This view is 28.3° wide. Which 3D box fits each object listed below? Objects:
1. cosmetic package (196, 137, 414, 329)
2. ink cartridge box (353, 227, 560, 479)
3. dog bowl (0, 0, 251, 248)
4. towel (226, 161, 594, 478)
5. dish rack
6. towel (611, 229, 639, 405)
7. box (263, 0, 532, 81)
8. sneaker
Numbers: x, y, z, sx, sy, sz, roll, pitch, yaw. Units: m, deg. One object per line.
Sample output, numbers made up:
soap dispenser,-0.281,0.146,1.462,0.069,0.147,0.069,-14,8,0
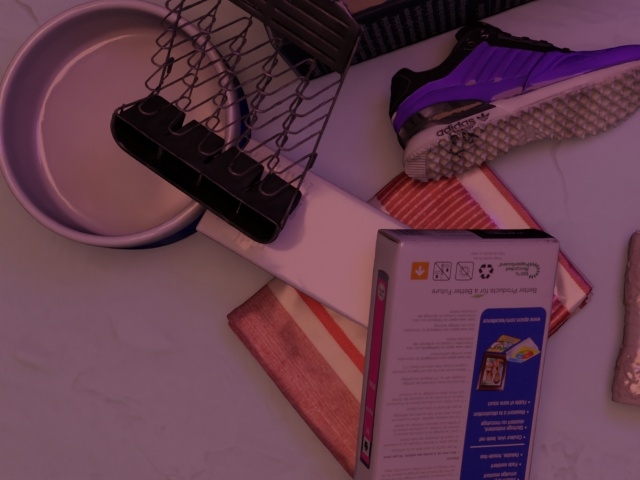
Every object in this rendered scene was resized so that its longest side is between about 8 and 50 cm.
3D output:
cosmetic package,0.000,0.000,1.322,0.231,0.085,0.117,31,89,9
ink cartridge box,0.130,0.171,1.271,0.176,0.069,0.371,0,102,-21
dog bowl,-0.211,-0.121,1.377,0.265,0.104,0.265,-1,86,8
towel,0.094,0.072,1.359,0.329,0.037,0.237,-39,80,2
dish rack,-0.078,-0.150,1.200,0.208,0.074,0.271,33,135,9
towel,0.450,0.092,1.302,0.282,0.049,0.187,6,86,9
box,0.103,-0.375,1.295,0.395,0.212,0.293,-19,85,6
sneaker,0.207,-0.175,1.325,0.293,0.102,0.146,-17,63,-3
